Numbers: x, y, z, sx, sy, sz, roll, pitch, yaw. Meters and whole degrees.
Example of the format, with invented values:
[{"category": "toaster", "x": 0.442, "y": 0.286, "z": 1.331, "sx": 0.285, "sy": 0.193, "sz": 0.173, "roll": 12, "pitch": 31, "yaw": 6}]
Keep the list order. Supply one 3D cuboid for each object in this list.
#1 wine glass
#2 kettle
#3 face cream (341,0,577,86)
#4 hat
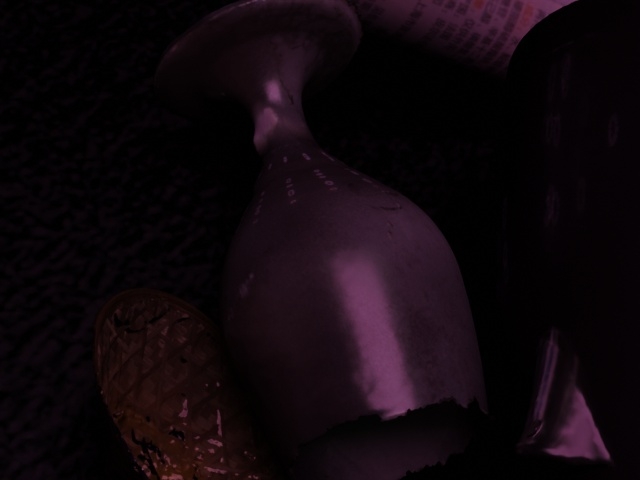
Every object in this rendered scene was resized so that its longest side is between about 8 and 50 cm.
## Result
[{"category": "wine glass", "x": 0.000, "y": 0.000, "z": 0.884, "sx": 0.126, "sy": 0.126, "sz": 0.241, "roll": -11, "pitch": 63, "yaw": -19}, {"category": "kettle", "x": 0.205, "y": 0.058, "z": 0.874, "sx": 0.268, "sy": 0.207, "sz": 0.290, "roll": 25, "pitch": 60, "yaw": -31}, {"category": "face cream", "x": 0.091, "y": -0.133, "z": 0.984, "sx": 0.269, "sy": 0.082, "sz": 0.082, "roll": 18, "pitch": 56, "yaw": -24}, {"category": "hat", "x": -0.078, "y": 0.101, "z": 0.847, "sx": 0.146, "sy": 0.067, "sz": 0.146, "roll": 42, "pitch": 26, "yaw": -26}]
